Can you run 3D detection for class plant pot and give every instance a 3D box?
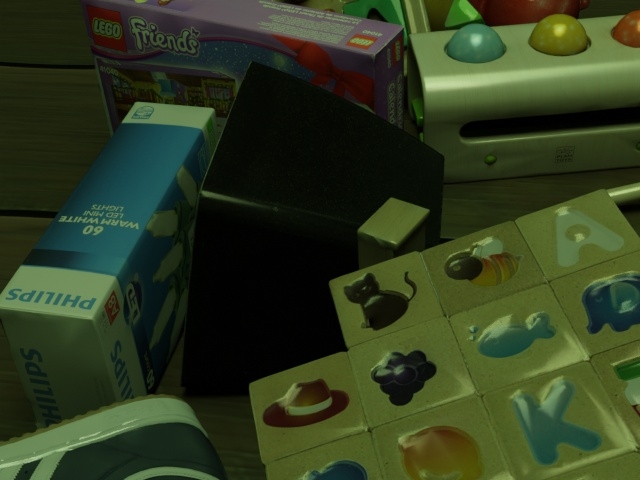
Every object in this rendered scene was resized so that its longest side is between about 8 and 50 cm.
[{"bbox_3d":[0.000,0.000,0.741,0.167,0.188,0.187,10,39,1],"label":"plant pot"}]

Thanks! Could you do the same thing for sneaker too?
[{"bbox_3d":[-0.173,0.198,0.566,0.282,0.099,0.153,-20,39,-23],"label":"sneaker"}]

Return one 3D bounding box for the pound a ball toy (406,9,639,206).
[{"bbox_3d":[0.251,-0.130,0.904,0.319,0.136,0.208,-5,38,0],"label":"pound a ball toy"}]

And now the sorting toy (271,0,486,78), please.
[{"bbox_3d":[0.014,-0.250,1.026,0.347,0.196,0.047,-13,-9,18],"label":"sorting toy"}]

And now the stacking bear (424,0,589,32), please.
[{"bbox_3d":[0.149,-0.278,1.091,0.289,0.164,0.175,23,46,24],"label":"stacking bear"}]

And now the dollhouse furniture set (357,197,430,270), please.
[{"bbox_3d":[0.047,0.101,0.596,0.101,0.182,0.161,20,45,28],"label":"dollhouse furniture set"}]

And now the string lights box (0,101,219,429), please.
[{"bbox_3d":[-0.149,0.016,0.760,0.077,0.133,0.260,6,40,11],"label":"string lights box"}]

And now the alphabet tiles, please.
[{"bbox_3d":[0.116,0.105,0.439,0.285,0.011,0.342,-19,40,3],"label":"alphabet tiles"}]

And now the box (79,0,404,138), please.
[{"bbox_3d":[-0.067,-0.114,0.862,0.293,0.201,0.057,17,43,24],"label":"box"}]
